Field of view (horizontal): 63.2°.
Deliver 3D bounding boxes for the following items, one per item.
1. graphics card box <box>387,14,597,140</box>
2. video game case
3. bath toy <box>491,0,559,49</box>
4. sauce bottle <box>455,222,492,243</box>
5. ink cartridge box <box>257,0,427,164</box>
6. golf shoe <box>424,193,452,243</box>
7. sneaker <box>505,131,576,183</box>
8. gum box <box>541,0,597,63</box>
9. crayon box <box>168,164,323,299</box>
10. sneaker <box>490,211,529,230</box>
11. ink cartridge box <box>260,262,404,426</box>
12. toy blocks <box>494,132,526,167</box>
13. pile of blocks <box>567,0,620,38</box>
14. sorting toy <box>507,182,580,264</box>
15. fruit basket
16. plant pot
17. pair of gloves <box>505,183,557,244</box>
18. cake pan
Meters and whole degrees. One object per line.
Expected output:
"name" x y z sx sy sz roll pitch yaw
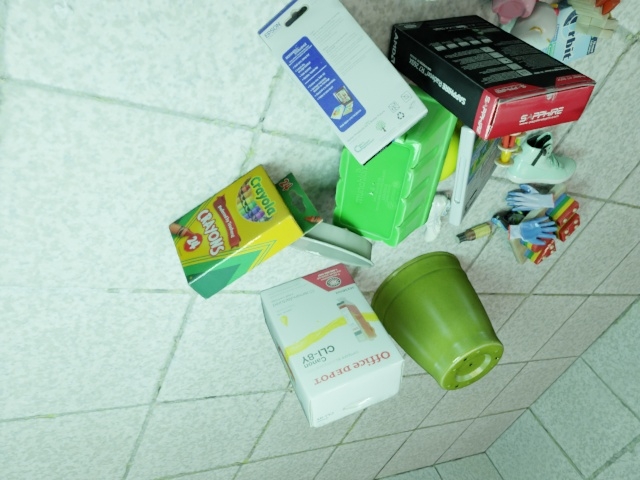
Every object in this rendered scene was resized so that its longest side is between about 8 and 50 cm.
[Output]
"graphics card box" 0.325 -0.346 1.057 0.232 0.371 0.094 -15 136 -19
"video game case" 0.421 -0.246 1.337 0.329 0.036 0.300 -49 149 -34
"bath toy" 0.424 -0.555 1.109 0.151 0.129 0.348 -3 155 40
"sauce bottle" 0.509 -0.022 1.734 0.128 0.042 0.042 -18 137 -11
"ink cartridge box" 0.042 -0.325 1.016 0.165 0.333 0.065 -38 178 9
"golf shoe" 0.333 -0.069 1.579 0.085 0.069 0.176 7 126 -10
"sneaker" 0.702 -0.254 1.577 0.255 0.094 0.151 -9 140 -21
"gum box" 0.621 -0.524 1.310 0.184 0.041 0.157 -22 137 -10
"crayon box" -0.176 -0.037 1.184 0.318 0.202 0.081 -34 139 1
"sneaker" 0.642 -0.075 1.750 0.188 0.067 0.078 -1 124 -37
"ink cartridge box" 0.025 0.282 1.474 0.279 0.385 0.161 -18 137 -15
"toy blocks" 0.512 -0.285 1.376 0.123 0.054 0.148 -46 147 -36
"pile of blocks" 0.609 -0.588 1.148 0.362 0.113 0.149 32 104 -38
"sorting toy" 0.782 -0.034 1.793 0.255 0.089 0.257 -47 146 2
"fruit basket" 0.201 -0.212 1.256 0.392 0.282 0.393 20 90 -76
"plant pot" 0.410 0.290 1.741 0.366 0.353 0.367 -17 137 -16
"pair of gloves" 0.680 -0.084 1.678 0.159 0.199 0.023 0 176 2
"cake pan" 0.000 0.000 1.300 0.293 0.293 0.054 24 80 -43
